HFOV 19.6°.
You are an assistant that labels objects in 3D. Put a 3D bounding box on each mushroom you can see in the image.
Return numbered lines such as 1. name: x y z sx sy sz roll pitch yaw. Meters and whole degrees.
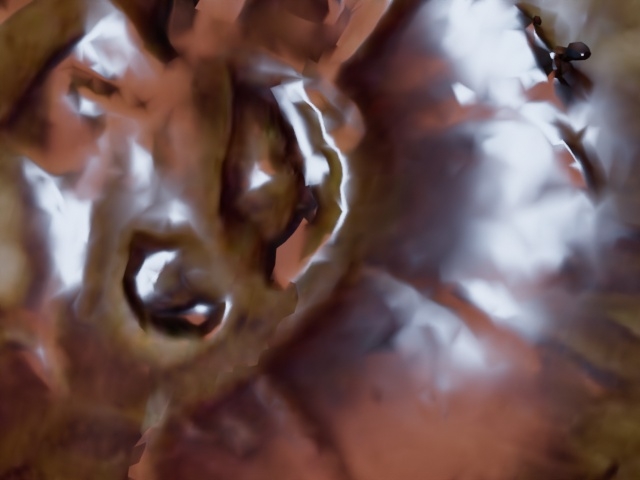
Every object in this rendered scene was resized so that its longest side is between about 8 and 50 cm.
1. mushroom: -0.006 0.007 0.440 0.297 0.163 0.278 9 101 23
